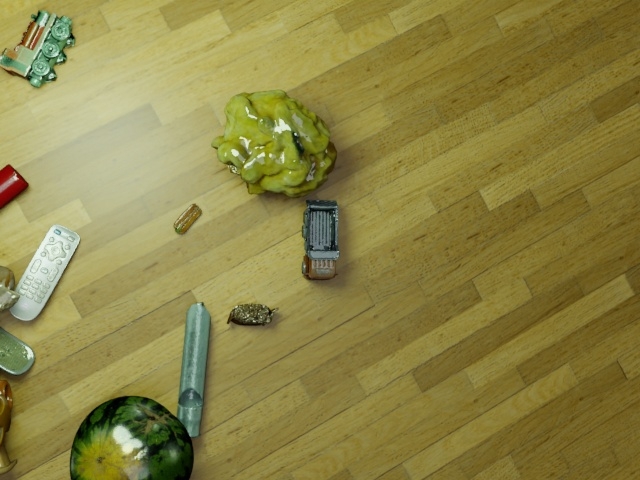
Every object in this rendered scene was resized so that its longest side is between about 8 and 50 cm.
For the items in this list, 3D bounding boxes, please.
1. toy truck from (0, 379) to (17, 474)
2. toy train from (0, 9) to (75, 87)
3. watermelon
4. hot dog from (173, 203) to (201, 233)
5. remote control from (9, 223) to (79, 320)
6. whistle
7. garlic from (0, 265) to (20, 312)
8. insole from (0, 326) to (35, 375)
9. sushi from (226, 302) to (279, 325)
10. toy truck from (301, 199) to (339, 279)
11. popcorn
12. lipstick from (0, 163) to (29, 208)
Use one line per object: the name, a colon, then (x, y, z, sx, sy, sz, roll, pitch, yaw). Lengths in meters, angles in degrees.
toy truck: (-0.757, 0.399, 1.654, 0.204, 0.288, 0.212, -9, 78, -10)
toy train: (-0.638, -0.440, 1.784, 0.118, 0.074, 0.176, 25, 87, -5)
watermelon: (-0.410, 0.475, 1.713, 0.269, 0.269, 0.269, 0, 89, -10)
hot dog: (-0.315, -0.051, 1.857, 0.083, 0.021, 0.037, -47, 117, -11)
remote control: (-0.629, 0.075, 1.790, 0.073, 0.044, 0.229, 27, 76, -12)
whistle: (-0.294, 0.299, 1.833, 0.062, 0.062, 0.312, 6, 88, -10)
garlic: (-0.770, 0.077, 1.682, 0.160, 0.191, 0.214, -50, 134, -10)
insole: (-0.784, 0.194, 1.751, 0.322, 0.007, 0.109, 35, 52, -9)
sushi: (-0.161, 0.175, 1.863, 0.120, 0.055, 0.052, 4, 82, -11)
toy truck: (0.000, 0.000, 1.875, 0.083, 0.092, 0.192, 1, 89, -11)
popcorn: (-0.106, -0.219, 1.805, 0.286, 0.215, 0.252, 44, 114, -5)
lipstick: (-0.780, -0.058, 1.751, 0.279, 0.073, 0.073, -42, 96, -8)
